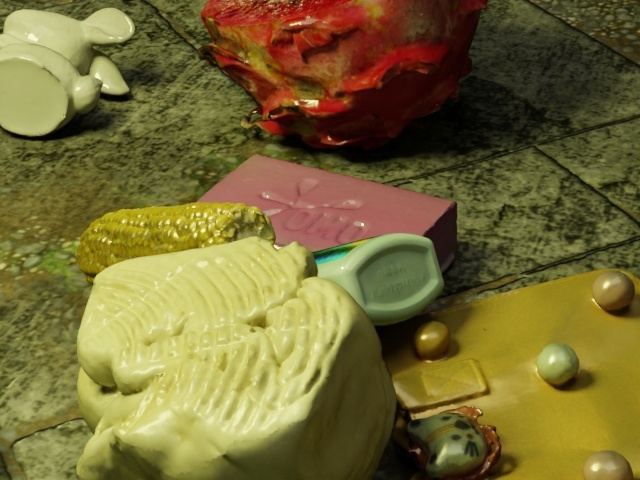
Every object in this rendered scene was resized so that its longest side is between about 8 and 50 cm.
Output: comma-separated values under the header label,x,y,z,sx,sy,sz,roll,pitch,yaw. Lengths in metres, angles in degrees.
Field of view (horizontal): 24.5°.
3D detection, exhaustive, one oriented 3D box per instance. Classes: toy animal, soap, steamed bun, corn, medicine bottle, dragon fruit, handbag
label,x,y,z,sx,sy,sz,roll,pitch,yaw
toy animal,-0.346,-0.224,1.927,0.178,0.127,0.193,10,32,15
soap,0.000,-0.002,1.581,0.259,0.081,0.181,15,35,25
steamed bun,-0.077,0.142,1.251,0.289,0.203,0.276,0,38,30
corn,-0.154,0.015,1.479,0.101,0.101,0.310,-26,15,-33
medicine bottle,0.001,0.050,1.407,0.121,0.083,0.229,-18,3,-38
dragon fruit,0.051,-0.254,1.848,0.371,0.249,0.386,-8,24,21
handbag,0.209,0.178,1.245,0.283,0.133,0.401,-11,32,-5
